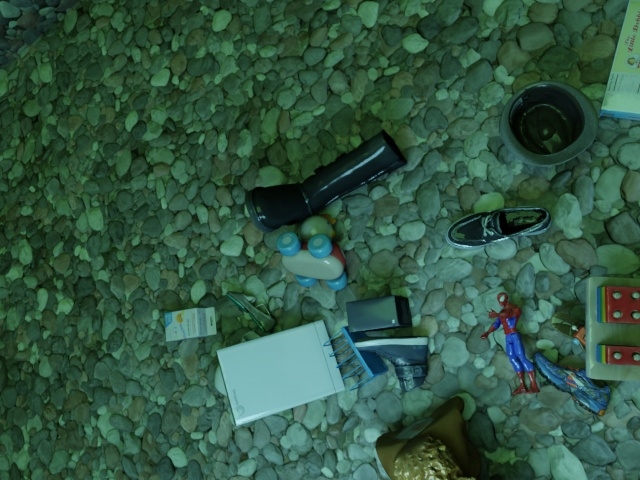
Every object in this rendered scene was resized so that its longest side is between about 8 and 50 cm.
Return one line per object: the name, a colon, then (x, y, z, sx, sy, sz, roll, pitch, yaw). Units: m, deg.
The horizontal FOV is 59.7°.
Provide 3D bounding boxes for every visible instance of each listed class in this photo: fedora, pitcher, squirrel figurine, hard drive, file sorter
fedora: (0.639, -0.312, 1.568, 0.243, 0.124, 0.276, -37, 61, 13)
pitcher: (-0.275, 0.413, 1.843, 0.125, 0.177, 0.207, 33, 95, 16)
squirrel figurine: (0.342, 0.654, 1.421, 0.280, 0.397, 0.371, -31, 84, 7)
hard drive: (-0.124, 0.406, 1.734, 0.352, 0.047, 0.233, -14, 74, -17)
file sorter: (0.103, 0.360, 1.713, 0.104, 0.118, 0.170, -40, 68, 20)

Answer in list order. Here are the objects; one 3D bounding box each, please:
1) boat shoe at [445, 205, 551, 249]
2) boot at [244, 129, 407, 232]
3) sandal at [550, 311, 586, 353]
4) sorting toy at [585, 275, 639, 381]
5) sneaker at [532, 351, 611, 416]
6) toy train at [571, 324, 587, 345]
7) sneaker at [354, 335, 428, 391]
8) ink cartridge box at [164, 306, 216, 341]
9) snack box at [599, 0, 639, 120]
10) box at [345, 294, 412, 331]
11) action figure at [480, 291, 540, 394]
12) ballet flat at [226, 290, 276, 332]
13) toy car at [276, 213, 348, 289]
boat shoe: (0.503, -0.041, 1.601, 0.301, 0.102, 0.108, -8, 79, 23)
boot: (0.026, -0.184, 1.705, 0.444, 0.367, 0.146, -24, 90, 19)
sandal: (0.694, 0.253, 1.496, 0.180, 0.049, 0.072, 35, 85, 6)
sorting toy: (0.806, 0.222, 1.383, 0.255, 0.089, 0.257, 3, 83, 2)
sneaker: (0.669, 0.369, 1.488, 0.221, 0.083, 0.087, 37, 84, 19)
toy train: (0.745, 0.231, 1.450, 0.166, 0.046, 0.125, -44, 88, -5)
sneaker: (0.211, 0.364, 1.642, 0.226, 0.086, 0.164, 2, 85, -9)
ink cartridge box: (-0.470, 0.301, 2.011, 0.181, 0.061, 0.105, -12, 77, 22)
snack box: (0.899, -0.488, 1.513, 0.187, 0.060, 0.322, 15, 89, 25)
box: (0.178, 0.223, 1.678, 0.155, 0.158, 0.093, -12, 77, 22)
action figure: (0.504, 0.283, 1.536, 0.138, 0.091, 0.281, -2, 75, -21)
ballet flat: (-0.234, 0.232, 1.923, 0.068, 0.072, 0.213, -43, 66, -17)
toy car: (0.000, 0.000, 1.800, 0.210, 0.219, 0.238, 4, 55, 25)
